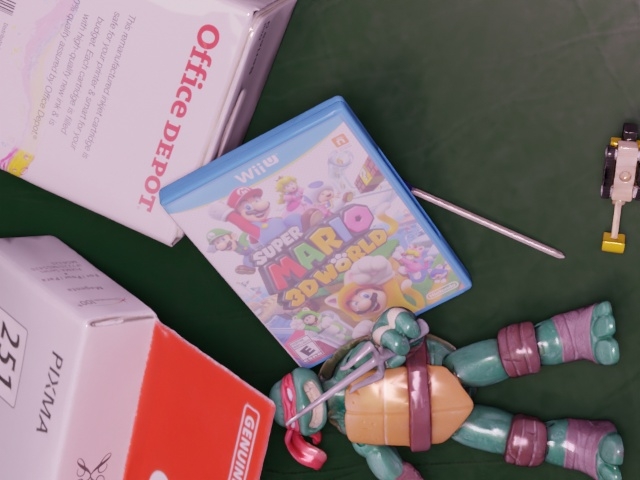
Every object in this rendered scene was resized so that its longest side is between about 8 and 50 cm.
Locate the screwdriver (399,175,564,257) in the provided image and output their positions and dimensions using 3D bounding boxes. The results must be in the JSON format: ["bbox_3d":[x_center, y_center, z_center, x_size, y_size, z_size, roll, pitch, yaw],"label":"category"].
[{"bbox_3d":[0.065,-0.022,1.117,0.170,0.024,0.025,29,82,4],"label":"screwdriver"}]

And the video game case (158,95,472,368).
[{"bbox_3d":[0.000,0.000,1.090,0.119,0.015,0.166,-27,130,14],"label":"video game case"}]

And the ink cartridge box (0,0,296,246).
[{"bbox_3d":[-0.141,-0.114,1.109,0.212,0.093,0.154,25,112,9],"label":"ink cartridge box"}]

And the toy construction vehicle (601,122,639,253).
[{"bbox_3d":[0.202,-0.033,1.067,0.086,0.035,0.098,3,122,5],"label":"toy construction vehicle"}]

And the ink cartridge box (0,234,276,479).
[{"bbox_3d":[-0.147,0.168,1.148,0.239,0.060,0.275,32,117,44],"label":"ink cartridge box"}]

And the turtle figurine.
[{"bbox_3d":[0.056,0.099,1.104,0.234,0.118,0.175,-6,123,0],"label":"turtle figurine"}]
